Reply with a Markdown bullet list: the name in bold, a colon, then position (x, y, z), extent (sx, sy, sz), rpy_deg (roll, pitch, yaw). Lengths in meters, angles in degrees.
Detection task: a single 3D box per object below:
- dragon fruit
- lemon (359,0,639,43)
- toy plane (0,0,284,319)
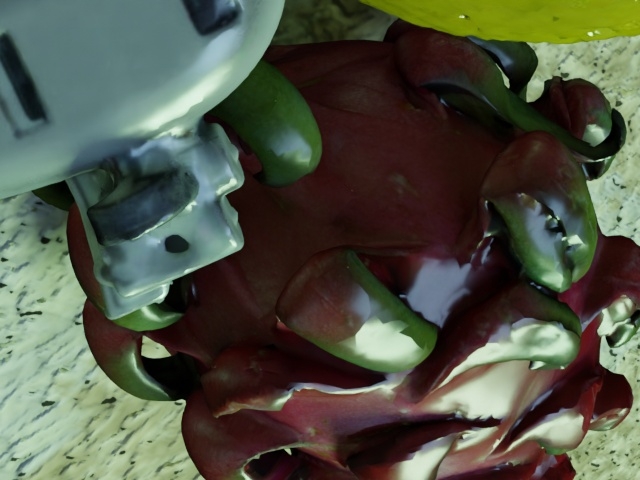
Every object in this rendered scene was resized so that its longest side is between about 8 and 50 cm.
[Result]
- **dragon fruit**: position (0.003, 0.009, 0.732), extent (0.272, 0.218, 0.198), rpy_deg (3, 83, -35)
- **lemon**: position (0.070, -0.194, 0.560), extent (0.240, 0.240, 0.219), rpy_deg (-34, 131, -26)
- **toy plane**: position (-0.091, -0.052, 0.586), extent (0.174, 0.174, 0.080), rpy_deg (-61, -174, 17)
